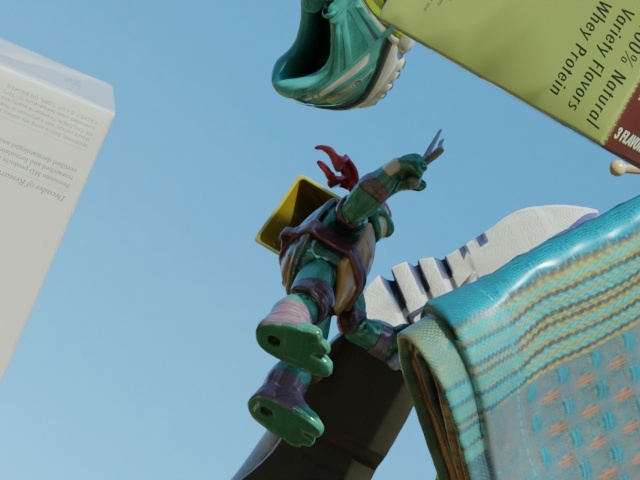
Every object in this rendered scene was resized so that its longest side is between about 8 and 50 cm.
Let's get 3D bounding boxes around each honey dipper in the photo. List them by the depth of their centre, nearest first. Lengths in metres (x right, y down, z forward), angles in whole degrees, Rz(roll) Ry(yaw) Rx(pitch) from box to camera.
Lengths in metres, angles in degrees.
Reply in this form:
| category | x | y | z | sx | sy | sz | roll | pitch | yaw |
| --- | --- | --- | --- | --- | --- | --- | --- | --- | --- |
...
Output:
| category | x | y | z | sx | sy | sz | roll | pitch | yaw |
| --- | --- | --- | --- | --- | --- | --- | --- | --- | --- |
| honey dipper | 0.384 | -0.069 | 1.950 | 0.160 | 0.030 | 0.030 | 5 | -35 | 8 |

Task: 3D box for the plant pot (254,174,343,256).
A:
| category | x | y | z | sx | sy | sz | roll | pitch | yaw |
| --- | --- | --- | --- | --- | --- | --- | --- | --- | --- |
| plant pot | 0.000 | 0.000 | 1.832 | 0.081 | 0.081 | 0.083 | 31 | -9 | 28 |

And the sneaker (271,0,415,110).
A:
| category | x | y | z | sx | sy | sz | roll | pitch | yaw |
| --- | --- | --- | --- | --- | --- | --- | --- | --- | --- |
| sneaker | 0.039 | -0.221 | 1.581 | 0.107 | 0.110 | 0.275 | 58 | -44 | 41 |

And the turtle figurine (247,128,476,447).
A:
| category | x | y | z | sx | sy | sz | roll | pitch | yaw |
| --- | --- | --- | --- | --- | --- | --- | --- | --- | --- |
| turtle figurine | 0.023 | 0.027 | 1.322 | 0.118 | 0.234 | 0.175 | 7 | -49 | 26 |

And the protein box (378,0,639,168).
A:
| category | x | y | z | sx | sy | sz | roll | pitch | yaw |
| --- | --- | --- | --- | --- | --- | --- | --- | --- | --- |
| protein box | 0.185 | -0.166 | 1.148 | 0.201 | 0.200 | 0.136 | 35 | 10 | 40 |

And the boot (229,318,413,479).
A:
| category | x | y | z | sx | sy | sz | roll | pitch | yaw |
| --- | --- | --- | --- | --- | --- | --- | --- | --- | --- |
| boot | -0.022 | 0.195 | 1.454 | 0.112 | 0.305 | 0.115 | 34 | 4 | -6 |

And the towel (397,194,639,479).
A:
| category | x | y | z | sx | sy | sz | roll | pitch | yaw |
| --- | --- | --- | --- | --- | --- | --- | --- | --- | --- |
| towel | 0.228 | 0.071 | 0.765 | 0.040 | 0.370 | 0.271 | 43 | -26 | 62 |

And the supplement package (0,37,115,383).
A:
| category | x | y | z | sx | sy | sz | roll | pitch | yaw |
| --- | --- | --- | --- | --- | --- | --- | --- | --- | --- |
| supplement package | -0.289 | -0.007 | 1.387 | 0.175 | 0.293 | 0.177 | 22 | 7 | -11 |

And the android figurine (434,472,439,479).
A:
| category | x | y | z | sx | sy | sz | roll | pitch | yaw |
| --- | --- | --- | --- | --- | --- | --- | --- | --- | --- |
| android figurine | 0.124 | 0.243 | 1.465 | 0.056 | 0.273 | 0.248 | 2 | -61 | 16 |

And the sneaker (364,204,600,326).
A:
| category | x | y | z | sx | sy | sz | roll | pitch | yaw |
| --- | --- | --- | --- | --- | --- | --- | --- | --- | --- |
| sneaker | 0.214 | 0.076 | 2.246 | 0.182 | 0.315 | 0.127 | 66 | 6 | -58 |
